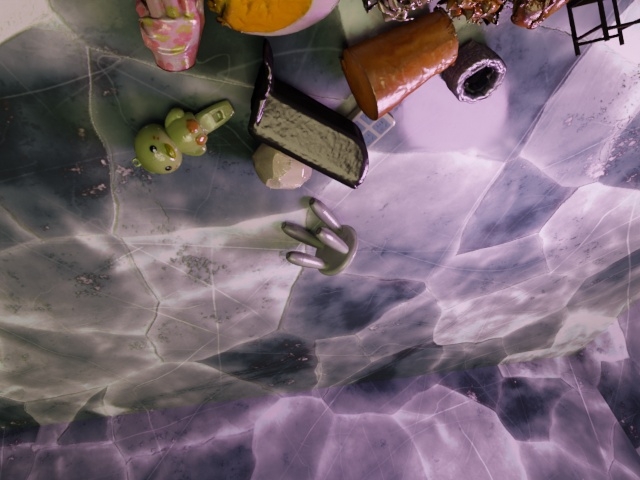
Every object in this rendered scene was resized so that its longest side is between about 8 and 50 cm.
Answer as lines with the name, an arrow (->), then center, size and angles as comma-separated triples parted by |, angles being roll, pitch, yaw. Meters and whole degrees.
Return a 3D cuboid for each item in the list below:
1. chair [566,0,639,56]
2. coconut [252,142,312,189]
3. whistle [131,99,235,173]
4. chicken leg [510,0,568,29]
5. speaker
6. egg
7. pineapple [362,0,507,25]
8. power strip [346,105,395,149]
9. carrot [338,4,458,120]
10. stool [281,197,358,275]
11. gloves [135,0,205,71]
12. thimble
chair -> 0.706, -0.619, 1.122 | 0.154, 0.141, 0.260 | -14, 96, -2
coconut -> -0.112, -0.223, 1.290 | 0.162, 0.161, 0.161 | -4, 139, -24
whistle -> -0.360, -0.267, 1.181 | 0.293, 0.141, 0.141 | -24, 139, 8
chicken leg -> 0.574, -0.594, 1.075 | 0.251, 0.087, 0.107 | -10, 130, 40
speaker -> -0.020, -0.313, 1.169 | 0.388, 0.180, 0.184 | 24, 125, -25
egg -> -0.098, -0.550, 0.920 | 0.264, 0.174, 0.286 | -5, 171, -38
pineapple -> 0.219, -0.555, 0.953 | 0.271, 0.263, 0.263 | -12, 140, 6
power strip -> 0.095, -0.305, 1.348 | 0.117, 0.046, 0.270 | 26, 126, -38
carrot -> 0.201, -0.445, 1.140 | 0.254, 0.196, 0.196 | -28, 139, 0
stool -> 0.000, 0.000, 1.552 | 0.195, 0.195, 0.198 | -37, 134, 24
gloves -> -0.312, -0.489, 0.956 | 0.145, 0.126, 0.241 | 0, 146, -10
thimble -> 0.416, -0.456, 1.236 | 0.149, 0.098, 0.150 | -10, 140, -8
